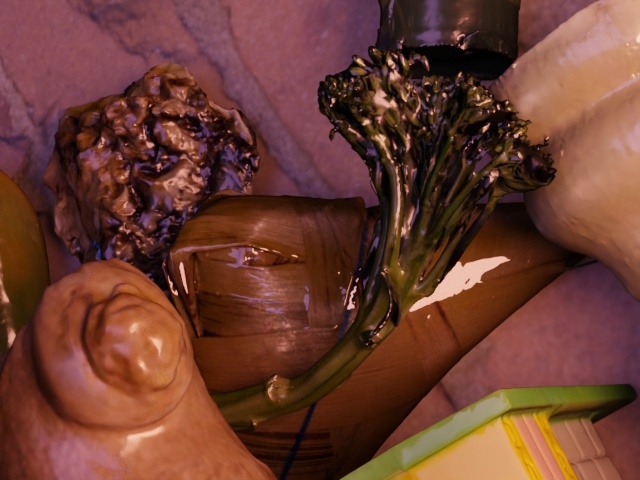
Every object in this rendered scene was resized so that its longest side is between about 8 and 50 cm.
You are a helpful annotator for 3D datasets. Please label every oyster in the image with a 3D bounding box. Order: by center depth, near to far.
[{"bbox_3d":[-0.144,-0.027,0.836,0.223,0.083,0.214,-4,80,38],"label":"oyster"}]

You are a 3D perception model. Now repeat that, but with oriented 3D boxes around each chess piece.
[{"bbox_3d":[0.229,0.036,0.550,0.182,0.182,0.330,-32,75,26],"label":"chess piece"}]

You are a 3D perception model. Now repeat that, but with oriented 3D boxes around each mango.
[{"bbox_3d":[-0.285,0.046,0.909,0.137,0.091,0.237,-17,76,36],"label":"mango"}]

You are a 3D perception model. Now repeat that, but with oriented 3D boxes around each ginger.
[{"bbox_3d":[-0.086,0.129,0.566,0.276,0.130,0.221,31,121,34],"label":"ginger"}]

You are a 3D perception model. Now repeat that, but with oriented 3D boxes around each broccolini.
[{"bbox_3d":[-0.004,0.007,0.581,0.271,0.062,0.123,-47,66,29],"label":"broccolini"}]

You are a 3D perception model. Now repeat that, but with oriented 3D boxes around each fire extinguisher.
[{"bbox_3d":[0.085,-0.254,0.701,0.118,0.093,0.294,3,86,-3],"label":"fire extinguisher"}]

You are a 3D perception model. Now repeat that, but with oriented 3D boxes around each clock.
[{"bbox_3d":[0.144,0.206,0.545,0.106,0.220,0.255,-35,69,23],"label":"clock"}]

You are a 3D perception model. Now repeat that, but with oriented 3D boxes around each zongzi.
[{"bbox_3d":[0.051,0.096,0.703,0.289,0.123,0.260,2,107,3],"label":"zongzi"}]
